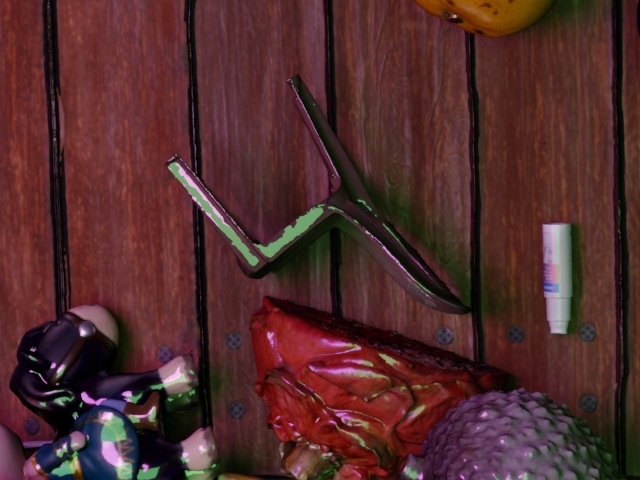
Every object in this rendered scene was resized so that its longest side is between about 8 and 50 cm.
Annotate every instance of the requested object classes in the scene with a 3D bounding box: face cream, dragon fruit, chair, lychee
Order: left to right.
[{"bbox_3d":[0.000,0.000,1.755,0.183,0.175,0.326,-36,84,-3],"label":"chair"},{"bbox_3d":[0.044,0.206,1.776,0.316,0.152,0.205,16,96,3],"label":"dragon fruit"},{"bbox_3d":[0.203,0.307,1.648,0.300,0.300,0.300,0,94,5],"label":"lychee"},{"bbox_3d":[0.274,0.045,1.802,0.034,0.034,0.130,-2,95,5],"label":"face cream"}]

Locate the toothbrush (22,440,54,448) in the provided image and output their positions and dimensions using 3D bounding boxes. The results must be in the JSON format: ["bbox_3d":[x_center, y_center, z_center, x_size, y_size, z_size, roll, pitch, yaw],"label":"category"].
[{"bbox_3d":[-0.418,0.252,1.885,0.275,0.019,0.025,0,102,5],"label":"toothbrush"}]

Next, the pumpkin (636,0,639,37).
[{"bbox_3d":[0.489,-0.241,1.668,0.315,0.238,0.315,1,112,1],"label":"pumpkin"}]

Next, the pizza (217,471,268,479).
[{"bbox_3d":[-0.039,0.460,1.828,0.277,0.114,0.409,-24,89,1],"label":"pizza"}]

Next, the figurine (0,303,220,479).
[{"bbox_3d":[-0.311,0.253,1.766,0.412,0.241,0.306,-44,90,-13],"label":"figurine"}]

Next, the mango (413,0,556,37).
[{"bbox_3d":[0.163,-0.365,1.724,0.191,0.160,0.290,-11,89,14],"label":"mango"}]
